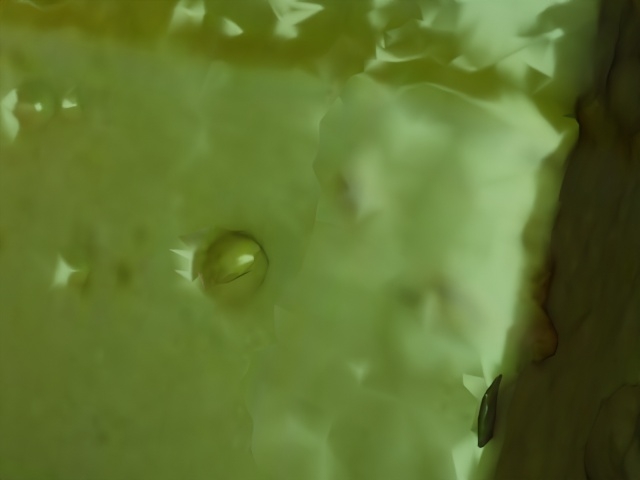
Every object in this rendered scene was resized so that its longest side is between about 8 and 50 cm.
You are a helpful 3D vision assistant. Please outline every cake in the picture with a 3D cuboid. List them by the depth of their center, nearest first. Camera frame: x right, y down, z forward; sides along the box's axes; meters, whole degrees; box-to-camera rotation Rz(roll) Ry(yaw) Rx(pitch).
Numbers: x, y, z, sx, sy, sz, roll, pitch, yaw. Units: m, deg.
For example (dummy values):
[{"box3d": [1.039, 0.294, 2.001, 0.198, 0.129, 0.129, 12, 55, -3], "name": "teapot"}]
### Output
[{"box3d": [0.000, 0.000, 0.435, 0.227, 0.222, 0.286, 14, 92, 30], "name": "cake"}]
